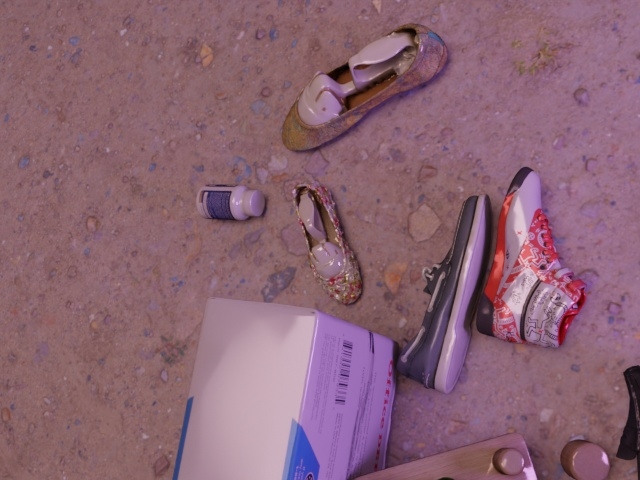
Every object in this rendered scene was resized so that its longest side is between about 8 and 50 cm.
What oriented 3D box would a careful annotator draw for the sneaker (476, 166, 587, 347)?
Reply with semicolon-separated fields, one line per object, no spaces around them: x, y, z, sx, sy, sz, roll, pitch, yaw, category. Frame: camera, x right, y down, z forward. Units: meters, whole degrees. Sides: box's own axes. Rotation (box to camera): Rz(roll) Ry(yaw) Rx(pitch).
0.340;0.029;1.306;0.145;0.090;0.270;13;87;29;sneaker

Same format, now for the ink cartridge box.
-0.030;0.254;1.220;0.166;0.395;0.285;6;80;22;ink cartridge box

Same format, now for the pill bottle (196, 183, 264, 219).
-0.168;-0.072;1.611;0.120;0.067;0.067;3;78;29;pill bottle

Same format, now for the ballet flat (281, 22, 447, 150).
0.055;-0.277;1.521;0.348;0.123;0.123;-27;66;20;ballet flat

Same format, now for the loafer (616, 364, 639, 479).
0.447;0.286;1.186;0.078;0.076;0.223;-13;75;17;loafer

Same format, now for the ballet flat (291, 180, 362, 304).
0.000;0.000;1.499;0.091;0.077;0.241;-29;66;18;ballet flat

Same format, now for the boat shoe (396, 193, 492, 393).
0.196;0.075;1.354;0.099;0.116;0.319;13;88;26;boat shoe

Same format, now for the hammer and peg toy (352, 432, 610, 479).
0.245;0.407;1.164;0.361;0.127;0.266;-14;77;-3;hammer and peg toy
